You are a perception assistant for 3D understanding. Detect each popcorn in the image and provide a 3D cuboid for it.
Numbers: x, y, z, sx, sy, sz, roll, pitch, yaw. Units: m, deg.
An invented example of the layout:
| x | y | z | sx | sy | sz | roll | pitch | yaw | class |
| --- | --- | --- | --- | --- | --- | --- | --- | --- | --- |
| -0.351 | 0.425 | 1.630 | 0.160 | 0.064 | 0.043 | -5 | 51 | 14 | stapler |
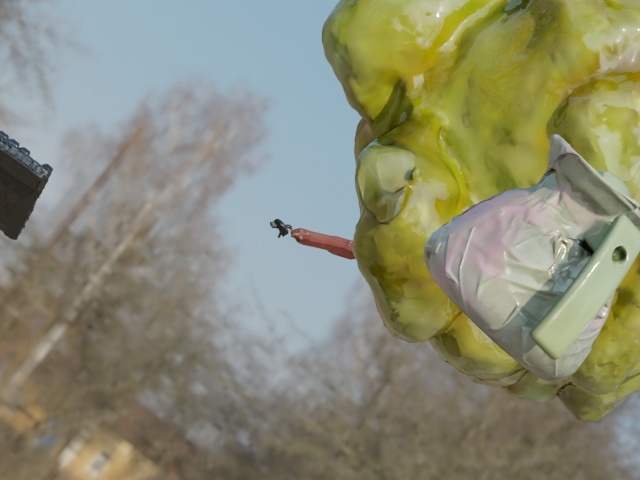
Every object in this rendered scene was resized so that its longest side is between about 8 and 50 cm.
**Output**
| x | y | z | sx | sy | sz | roll | pitch | yaw | class |
| --- | --- | --- | --- | --- | --- | --- | --- | --- | --- |
| 0.162 | -0.038 | 0.990 | 0.335 | 0.279 | 0.274 | 45 | 29 | -72 | popcorn |

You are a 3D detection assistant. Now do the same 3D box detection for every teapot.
| x | y | z | sx | sy | sz | roll | pitch | yaw | class |
| --- | --- | --- | --- | --- | --- | --- | --- | --- | --- |
| 0.075 | 0.006 | 0.511 | 0.064 | 0.064 | 0.083 | 40 | 8 | -15 | teapot |

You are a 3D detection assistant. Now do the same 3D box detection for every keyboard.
| x | y | z | sx | sy | sz | roll | pitch | yaw | class |
| --- | --- | --- | --- | --- | --- | --- | --- | --- | --- |
| -0.251 | -0.078 | 0.986 | 0.195 | 0.018 | 0.060 | 37 | -55 | 4 | keyboard |

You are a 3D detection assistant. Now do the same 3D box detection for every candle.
| x | y | z | sx | sy | sz | roll | pitch | yaw | class |
| --- | --- | --- | --- | --- | --- | --- | --- | --- | --- |
| 0.000 | 0.001 | 1.830 | 0.167 | 0.026 | 0.021 | 14 | 32 | -50 | candle |
